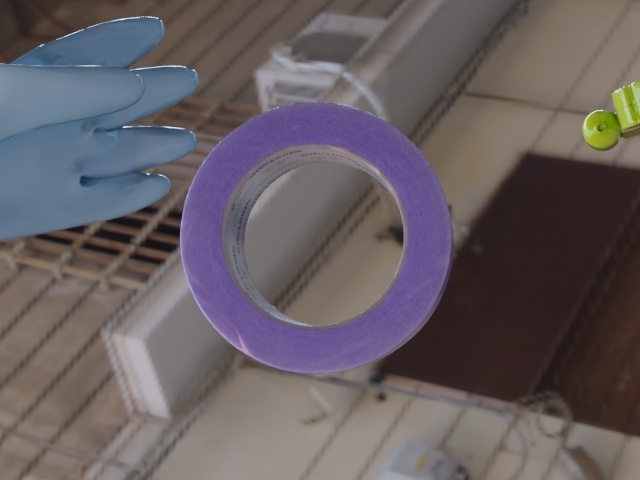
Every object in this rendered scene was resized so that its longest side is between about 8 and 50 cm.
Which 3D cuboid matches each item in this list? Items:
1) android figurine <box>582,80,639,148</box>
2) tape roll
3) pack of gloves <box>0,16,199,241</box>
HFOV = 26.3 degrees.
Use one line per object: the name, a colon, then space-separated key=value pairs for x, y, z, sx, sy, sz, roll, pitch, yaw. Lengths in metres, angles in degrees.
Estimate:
android figurine: x=0.406 y=-0.156 z=1.494 sx=0.273 sy=0.248 sz=0.056 roll=-8 pitch=-99 yaw=-79
tape roll: x=0.000 y=0.000 z=0.976 sx=0.080 sy=0.189 sz=0.189 roll=32 pitch=-110 yaw=-83
pack of gloves: x=-0.140 y=-0.090 z=0.479 sx=0.232 sy=0.046 sz=0.195 roll=-15 pitch=-80 yaw=-35
